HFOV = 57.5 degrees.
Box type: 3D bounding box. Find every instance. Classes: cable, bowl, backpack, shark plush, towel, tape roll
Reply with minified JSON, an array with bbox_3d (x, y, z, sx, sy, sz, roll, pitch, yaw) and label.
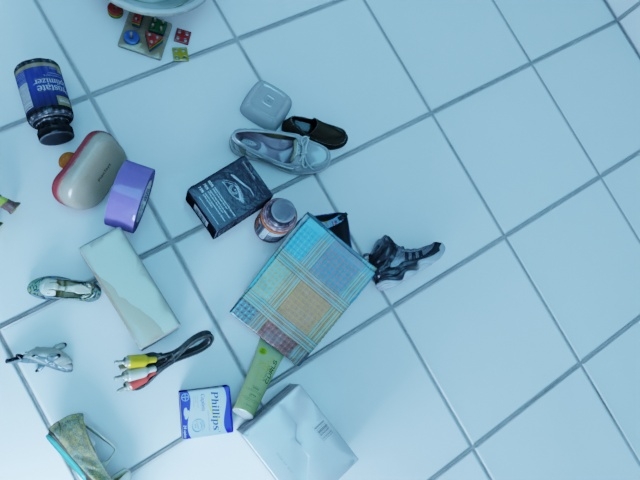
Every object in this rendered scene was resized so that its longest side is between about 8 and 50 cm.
[{"bbox_3d":[-0.418,0.336,1.579,0.287,0.072,0.139,-11,124,-30],"label":"cable"},{"bbox_3d":[-0.169,-0.434,1.850,0.142,0.053,0.142,31,70,-6],"label":"bowl"},{"bbox_3d":[0.000,0.000,1.765,0.173,0.117,0.158,-6,79,-15],"label":"backpack"},{"bbox_3d":[-0.732,0.317,1.516,0.161,0.073,0.067,-3,109,-21],"label":"shark plush"},{"bbox_3d":[-0.047,0.142,1.682,0.271,0.040,0.370,39,88,-6],"label":"towel"},{"bbox_3d":[-0.522,-0.120,1.603,0.080,0.189,0.189,19,73,-12],"label":"tape roll"}]

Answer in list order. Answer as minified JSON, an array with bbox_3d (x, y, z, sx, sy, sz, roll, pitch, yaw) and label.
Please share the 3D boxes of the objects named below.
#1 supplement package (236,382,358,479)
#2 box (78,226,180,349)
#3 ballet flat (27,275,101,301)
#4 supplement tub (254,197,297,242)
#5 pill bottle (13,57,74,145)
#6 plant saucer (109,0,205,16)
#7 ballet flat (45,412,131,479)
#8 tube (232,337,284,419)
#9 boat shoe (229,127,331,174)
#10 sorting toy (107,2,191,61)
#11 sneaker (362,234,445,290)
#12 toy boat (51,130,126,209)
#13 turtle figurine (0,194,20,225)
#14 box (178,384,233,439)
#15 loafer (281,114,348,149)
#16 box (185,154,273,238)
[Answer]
[{"bbox_3d":[-0.066,0.559,1.603,0.204,0.145,0.262,-38,90,-20],"label":"supplement package"},{"bbox_3d":[-0.511,0.133,1.573,0.121,0.148,0.311,-32,86,-20],"label":"box"},{"bbox_3d":[-0.687,0.127,1.565,0.188,0.070,0.070,4,77,-15],"label":"ballet flat"},{"bbox_3d":[-0.128,-0.062,1.699,0.106,0.198,0.106,4,76,-16],"label":"supplement tub"},{"bbox_3d":[-0.764,-0.383,1.628,0.123,0.123,0.219,-17,83,-19],"label":"pill bottle"},{"bbox_3d":[-0.525,-0.828,1.796,0.400,0.100,0.400,6,68,-16],"label":"plant saucer"},{"bbox_3d":[-0.551,0.589,1.479,0.123,0.123,0.348,-35,89,-20],"label":"ballet flat"},{"bbox_3d":[-0.173,0.382,1.645,0.070,0.062,0.240,62,39,-37],"label":"tube"},{"bbox_3d":[-0.119,-0.280,1.793,0.320,0.103,0.118,14,86,-11],"label":"boat shoe"},{"bbox_3d":[-0.530,-0.638,1.795,0.274,0.046,0.132,17,74,-12],"label":"sorting toy"},{"bbox_3d":[0.262,0.037,1.840,0.268,0.101,0.153,-29,90,-18],"label":"sneaker"},{"bbox_3d":[-0.665,-0.202,1.624,0.151,0.151,0.231,19,69,21],"label":"toy boat"},{"bbox_3d":[-0.907,-0.135,1.527,0.217,0.087,0.269,41,60,-21],"label":"turtle figurine"},{"bbox_3d":[-0.313,0.466,1.592,0.137,0.072,0.126,-4,79,-17],"label":"box"},{"bbox_3d":[-0.012,-0.346,1.861,0.220,0.078,0.080,8,76,-14],"label":"loafer"},{"bbox_3d":[-0.269,-0.127,1.721,0.207,0.108,0.153,-34,88,-21],"label":"box"}]
